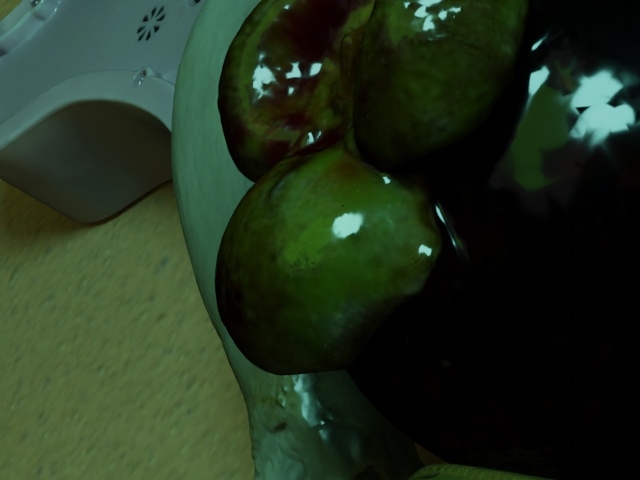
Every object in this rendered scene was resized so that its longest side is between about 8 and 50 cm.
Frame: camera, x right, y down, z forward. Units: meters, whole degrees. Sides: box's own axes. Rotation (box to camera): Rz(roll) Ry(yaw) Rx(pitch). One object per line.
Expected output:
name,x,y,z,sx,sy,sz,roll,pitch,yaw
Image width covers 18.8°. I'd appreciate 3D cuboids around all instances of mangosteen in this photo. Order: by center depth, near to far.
mangosteen,0.074,-0.022,0.583,0.210,0.210,0.210,-30,42,32

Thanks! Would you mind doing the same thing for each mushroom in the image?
mushroom,0.000,0.000,0.696,0.093,0.116,0.225,139,138,-57

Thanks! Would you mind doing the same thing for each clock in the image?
clock,-0.051,-0.081,0.887,0.275,0.080,0.290,-42,36,20

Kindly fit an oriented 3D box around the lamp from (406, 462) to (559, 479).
lamp,0.063,0.143,0.507,0.185,0.161,0.161,4,66,49
